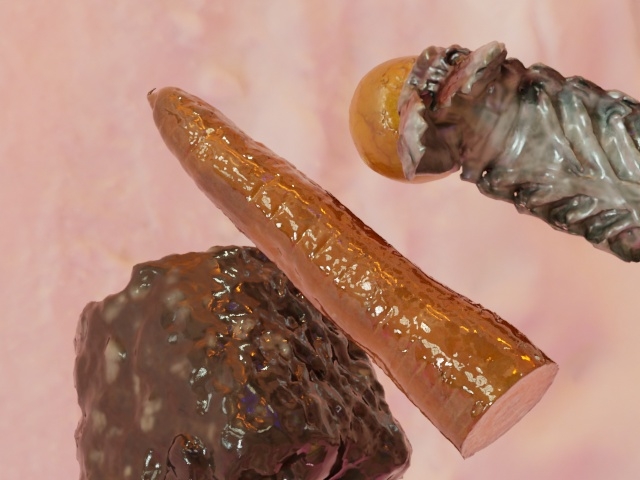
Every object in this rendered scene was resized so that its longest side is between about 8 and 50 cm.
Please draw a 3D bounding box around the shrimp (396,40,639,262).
[{"bbox_3d":[0.238,-0.006,0.781,0.410,0.166,0.221,24,97,5],"label":"shrimp"}]

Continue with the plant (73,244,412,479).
[{"bbox_3d":[-0.057,0.177,1.050,0.213,0.215,0.312,22,47,-45],"label":"plant"}]

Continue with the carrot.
[{"bbox_3d":[0.000,0.000,0.621,0.224,0.057,0.057,42,54,16],"label":"carrot"}]

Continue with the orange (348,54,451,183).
[{"bbox_3d":[0.059,-0.076,0.909,0.083,0.070,0.083,1,82,-7],"label":"orange"}]
